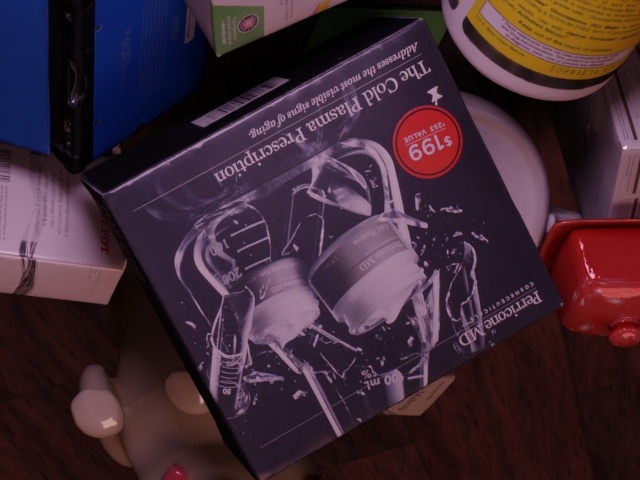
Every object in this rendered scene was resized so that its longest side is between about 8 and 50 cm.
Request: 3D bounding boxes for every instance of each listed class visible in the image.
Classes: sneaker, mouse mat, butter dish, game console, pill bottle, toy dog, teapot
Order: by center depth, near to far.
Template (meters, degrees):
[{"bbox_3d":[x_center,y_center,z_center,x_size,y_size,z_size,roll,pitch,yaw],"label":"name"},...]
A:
[{"bbox_3d":[0.251,-0.290,1.668,0.188,0.188,0.334,0,148,-23],"label":"pill bottle"},{"bbox_3d":[-0.245,-0.215,1.744,0.250,0.173,0.293,-37,160,-26],"label":"game console"},{"bbox_3d":[0.307,0.054,1.942,0.160,0.118,0.160,-2,150,-8],"label":"butter dish"},{"bbox_3d":[0.043,-0.182,1.943,0.153,0.007,0.189,-1,147,-22],"label":"mouse mat"},{"bbox_3d":[-0.226,-0.087,1.971,0.035,0.031,0.083,9,144,-6],"label":"sneaker"},{"bbox_3d":[0.120,-0.048,2.011,0.252,0.256,0.187,-34,-168,-2],"label":"teapot"},{"bbox_3d":[-0.120,0.192,2.084,0.284,0.408,0.395,-14,153,14],"label":"toy dog"}]

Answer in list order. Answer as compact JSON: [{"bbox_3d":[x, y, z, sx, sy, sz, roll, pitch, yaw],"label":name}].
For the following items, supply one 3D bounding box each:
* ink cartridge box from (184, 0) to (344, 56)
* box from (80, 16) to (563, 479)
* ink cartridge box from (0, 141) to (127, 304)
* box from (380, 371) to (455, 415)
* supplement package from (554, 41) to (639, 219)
[{"bbox_3d":[-0.017,-0.272,1.631,0.212,0.093,0.154,-24,153,-13],"label":"ink cartridge box"},{"bbox_3d":[0.000,0.000,1.799,0.343,0.312,0.179,-30,-166,-9],"label":"box"},{"bbox_3d":[-0.298,-0.021,1.906,0.191,0.139,0.082,9,145,-18],"label":"ink cartridge box"},{"bbox_3d":[0.026,0.161,2.430,0.275,0.094,0.113,3,145,-27],"label":"box"},{"bbox_3d":[0.348,-0.119,1.982,0.145,0.204,0.262,-9,151,-4],"label":"supplement package"}]
